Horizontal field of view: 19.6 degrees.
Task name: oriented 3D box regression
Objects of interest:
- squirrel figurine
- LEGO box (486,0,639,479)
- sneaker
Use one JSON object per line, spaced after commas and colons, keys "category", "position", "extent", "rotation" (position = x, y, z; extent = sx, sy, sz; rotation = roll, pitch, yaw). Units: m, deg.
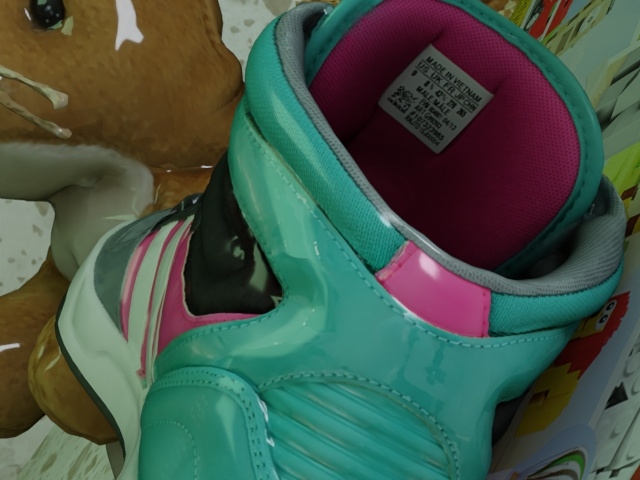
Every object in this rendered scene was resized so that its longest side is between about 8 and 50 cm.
{"category": "squirrel figurine", "position": [-0.027, -0.019, 0.964], "extent": [0.397, 0.370, 0.281], "rotation": [-27, 1, -30]}
{"category": "LEGO box", "position": [0.188, -0.015, 0.687], "extent": [0.372, 0.193, 0.500], "rotation": [-37, 20, 56]}
{"category": "sneaker", "position": [0.000, 0.000, 0.575], "extent": [0.178, 0.124, 0.295], "rotation": [-58, 19, 11]}
